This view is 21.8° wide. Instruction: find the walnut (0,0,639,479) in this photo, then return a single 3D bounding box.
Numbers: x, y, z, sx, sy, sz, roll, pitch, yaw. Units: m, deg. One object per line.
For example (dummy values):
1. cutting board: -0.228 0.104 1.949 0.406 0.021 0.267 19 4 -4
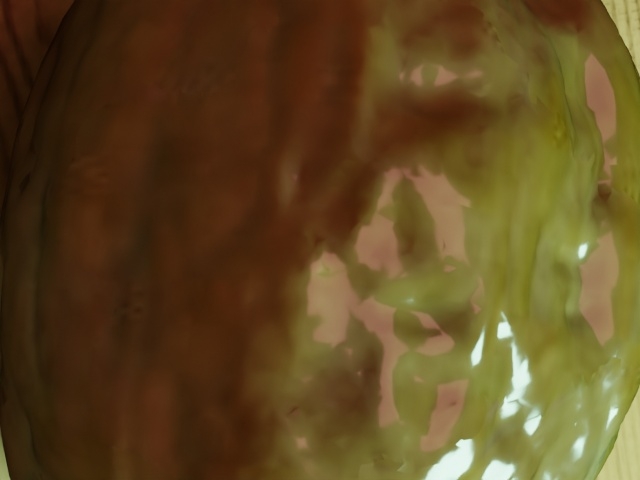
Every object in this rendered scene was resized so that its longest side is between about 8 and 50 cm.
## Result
1. walnut: 0.003 0.000 0.728 0.306 0.306 0.344 -2 93 -39
